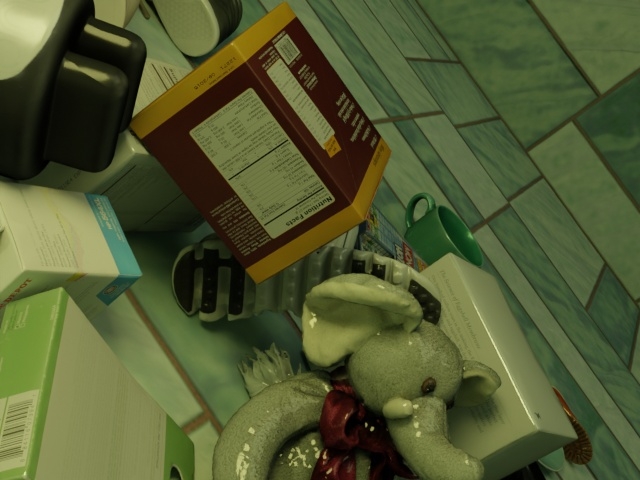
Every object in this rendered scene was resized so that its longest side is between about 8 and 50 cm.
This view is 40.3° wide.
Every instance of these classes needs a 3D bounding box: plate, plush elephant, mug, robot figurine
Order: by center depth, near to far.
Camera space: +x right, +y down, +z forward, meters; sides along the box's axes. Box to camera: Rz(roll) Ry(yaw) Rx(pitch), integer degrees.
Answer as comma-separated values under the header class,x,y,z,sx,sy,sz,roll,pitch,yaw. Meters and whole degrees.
class,x,y,z,sx,sy,sz,roll,pitch,yaw
robot figurine,-0.288,-0.148,0.695,0.278,0.174,0.209,18,1,-9
plush elephant,0.046,0.181,0.807,0.272,0.255,0.330,30,32,-38
plate,0.347,0.307,1.470,0.188,0.024,0.188,42,26,-26
mug,0.203,0.009,1.521,0.129,0.097,0.158,34,30,-36

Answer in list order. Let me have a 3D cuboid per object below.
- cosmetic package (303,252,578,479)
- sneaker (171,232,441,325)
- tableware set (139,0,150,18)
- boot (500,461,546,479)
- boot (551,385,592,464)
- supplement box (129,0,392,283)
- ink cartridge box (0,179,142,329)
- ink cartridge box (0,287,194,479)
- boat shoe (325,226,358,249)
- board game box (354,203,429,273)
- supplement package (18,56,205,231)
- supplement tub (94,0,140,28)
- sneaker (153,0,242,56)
class,x,y,z,sx,sy,sz,roll,pitch,yaw
cosmetic package,0.135,0.175,1.016,0.138,0.224,0.224,22,39,-52
sneaker,-0.011,0.041,0.961,0.292,0.110,0.118,12,15,-2
tableware set,-0.311,-0.411,1.233,0.128,0.039,0.194,0,57,-61
boot,0.289,0.360,1.153,0.260,0.131,0.348,-11,77,-56
boot,0.442,0.328,1.575,0.158,0.059,0.084,59,20,16
supplement box,-0.047,-0.100,0.850,0.194,0.129,0.191,53,25,-14
ink cartridge box,-0.241,0.014,0.721,0.143,0.092,0.090,10,48,-57
ink cartridge box,-0.173,0.174,0.682,0.171,0.056,0.235,-97,167,-47
boat shoe,0.000,0.000,1.184,0.076,0.083,0.226,41,27,-27
board game box,0.114,0.056,1.345,0.194,0.060,0.194,40,27,-25
supplement package,-0.188,-0.098,0.913,0.134,0.139,0.244,62,23,13
supplement tub,-0.298,-0.332,0.922,0.228,0.228,0.316,35,30,-35
sneaker,-0.213,-0.426,1.323,0.147,0.104,0.296,-49,118,-69
